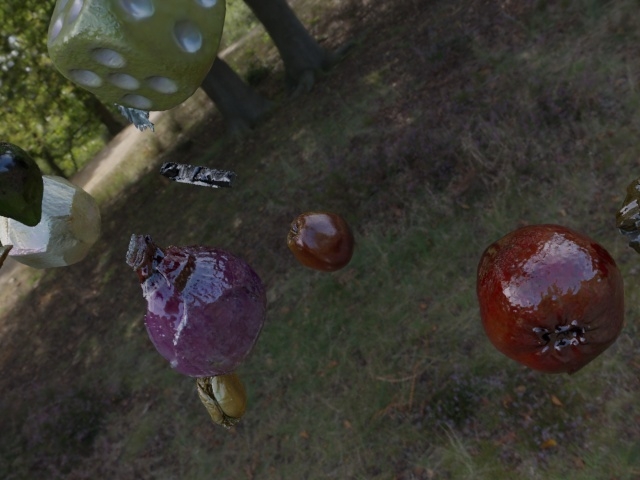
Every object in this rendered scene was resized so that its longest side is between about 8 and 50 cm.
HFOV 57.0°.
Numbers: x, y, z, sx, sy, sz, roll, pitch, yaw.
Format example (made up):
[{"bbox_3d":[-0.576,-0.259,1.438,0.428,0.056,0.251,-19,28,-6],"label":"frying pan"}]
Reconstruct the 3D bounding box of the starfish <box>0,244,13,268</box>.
[{"bbox_3d":[-0.494,0.142,0.764,0.299,0.060,0.302,-31,29,52],"label":"starfish"}]

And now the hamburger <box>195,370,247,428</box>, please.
[{"bbox_3d":[-0.223,0.342,1.337,0.083,0.147,0.138,-25,18,6],"label":"hamburger"}]

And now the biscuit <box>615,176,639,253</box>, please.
[{"bbox_3d":[0.710,-0.108,1.032,0.268,0.115,0.366,-56,15,-15],"label":"biscuit"}]

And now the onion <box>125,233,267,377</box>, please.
[{"bbox_3d":[-0.224,0.116,1.157,0.159,0.348,0.267,1,57,30],"label":"onion"}]

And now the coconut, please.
[{"bbox_3d":[-0.659,-0.043,1.419,0.237,0.237,0.197,-36,2,17],"label":"coconut"}]

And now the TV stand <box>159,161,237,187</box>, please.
[{"bbox_3d":[-0.293,-0.157,1.419,0.249,0.042,0.036,12,77,37],"label":"TV stand"}]

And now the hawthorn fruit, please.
[{"bbox_3d":[0.425,0.084,1.110,0.265,0.265,0.307,-31,21,28],"label":"hawthorn fruit"}]

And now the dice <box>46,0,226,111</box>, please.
[{"bbox_3d":[-0.322,-0.387,1.042,0.227,0.233,0.238,-12,65,46],"label":"dice"}]

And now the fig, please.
[{"bbox_3d":[-0.550,-0.093,1.046,0.123,0.156,0.123,-7,45,7],"label":"fig"}]

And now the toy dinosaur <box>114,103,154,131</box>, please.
[{"bbox_3d":[-0.417,-0.289,1.300,0.039,0.082,0.209,-35,60,-19],"label":"toy dinosaur"}]

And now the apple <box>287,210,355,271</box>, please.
[{"bbox_3d":[0.001,-0.002,1.493,0.147,0.158,0.156,-13,64,52],"label":"apple"}]
